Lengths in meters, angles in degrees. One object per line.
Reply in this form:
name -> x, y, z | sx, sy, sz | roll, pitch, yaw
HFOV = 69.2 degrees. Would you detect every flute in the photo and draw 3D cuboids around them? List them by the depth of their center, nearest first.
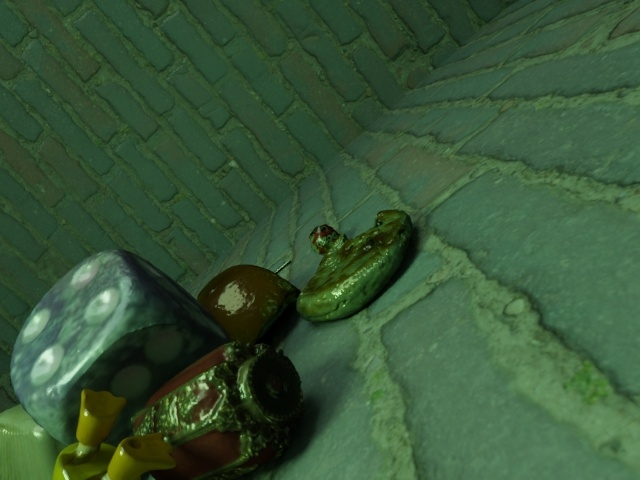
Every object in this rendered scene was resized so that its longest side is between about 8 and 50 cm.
flute -> -0.198, 0.147, 1.511 | 0.269, 0.014, 0.014 | -39, 13, 12

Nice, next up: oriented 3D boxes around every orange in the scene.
orange -> -0.197, 0.177, 1.091 | 0.263, 0.196, 0.334 | -58, 23, -11

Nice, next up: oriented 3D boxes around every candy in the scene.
candy -> -0.002, 0.000, 1.302 | 0.078, 0.084, 0.287 | -47, 6, -5

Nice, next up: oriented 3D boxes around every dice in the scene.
dice -> -0.346, 0.198, 0.838 | 0.270, 0.270, 0.271 | -49, 44, -9

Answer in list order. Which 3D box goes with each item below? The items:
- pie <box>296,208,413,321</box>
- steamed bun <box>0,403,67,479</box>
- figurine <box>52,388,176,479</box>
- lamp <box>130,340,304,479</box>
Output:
pie -> 0.065, 0.050, 0.921 | 0.302, 0.067, 0.302 | -38, 13, 10
steamed bun -> -0.541, 0.441, 0.960 | 0.383, 0.247, 0.236 | -22, -6, 27
figurine -> -0.325, 0.374, 0.575 | 0.215, 0.187, 0.344 | 26, 88, 45
lamp -> -0.149, 0.253, 0.666 | 0.273, 0.177, 0.177 | -33, 15, 30
